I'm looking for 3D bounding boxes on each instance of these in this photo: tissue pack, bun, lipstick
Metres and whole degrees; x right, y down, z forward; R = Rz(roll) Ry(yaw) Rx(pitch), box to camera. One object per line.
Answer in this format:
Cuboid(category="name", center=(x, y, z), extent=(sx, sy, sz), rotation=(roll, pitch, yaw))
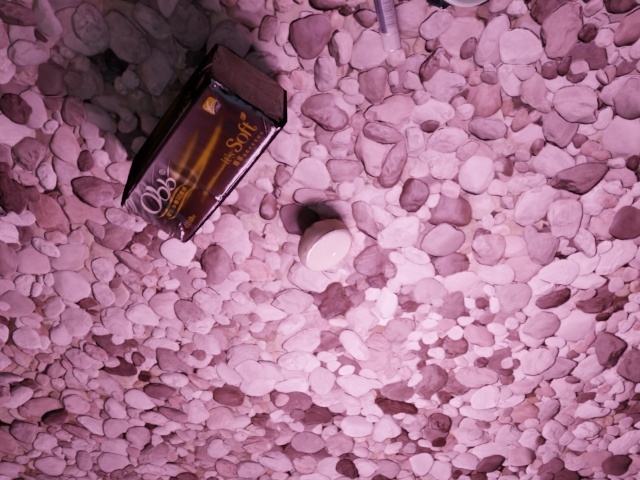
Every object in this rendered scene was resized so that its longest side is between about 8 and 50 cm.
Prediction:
Cuboid(category="tissue pack", center=(-0.247, -0.195, 1.594), extent=(0.198, 0.210, 0.370), rotation=(30, 118, -24))
Cuboid(category="bun", center=(0.000, 0.000, 1.785), extent=(0.138, 0.094, 0.138), rotation=(-27, 143, -22))
Cuboid(category="lipstick", center=(0.131, -0.451, 1.515), extent=(0.040, 0.040, 0.141), rotation=(-11, 123, 8))

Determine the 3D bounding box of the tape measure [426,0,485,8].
Cuboid(category="tape measure", center=(0.303, -0.590, 1.375), extent=(0.351, 0.098, 0.215), rotation=(-46, 133, 4))
